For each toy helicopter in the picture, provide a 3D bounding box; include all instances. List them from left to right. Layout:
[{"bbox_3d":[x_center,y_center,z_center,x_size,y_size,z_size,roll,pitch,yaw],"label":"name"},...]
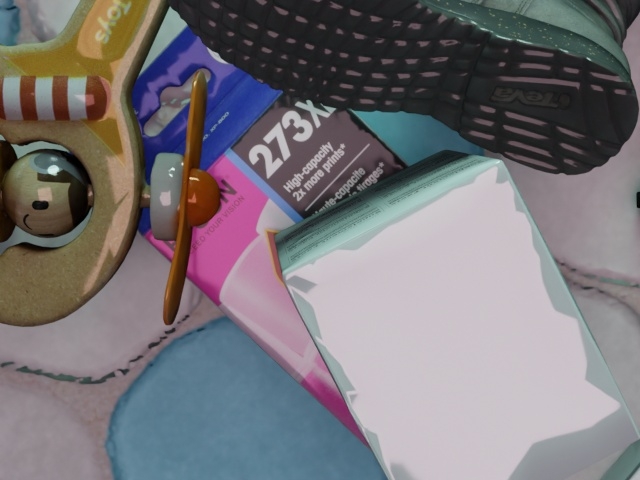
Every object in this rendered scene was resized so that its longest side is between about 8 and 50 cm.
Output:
[{"bbox_3d":[-0.147,-0.100,0.897,0.235,0.140,0.355,29,98,3],"label":"toy helicopter"}]

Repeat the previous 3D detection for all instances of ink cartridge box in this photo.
[{"bbox_3d":[0.000,0.000,0.979,0.371,0.069,0.176,44,93,-4],"label":"ink cartridge box"}]

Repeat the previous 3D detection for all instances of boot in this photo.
[{"bbox_3d":[0.060,-0.176,0.891,0.338,0.222,0.118,26,125,-7],"label":"boot"}]

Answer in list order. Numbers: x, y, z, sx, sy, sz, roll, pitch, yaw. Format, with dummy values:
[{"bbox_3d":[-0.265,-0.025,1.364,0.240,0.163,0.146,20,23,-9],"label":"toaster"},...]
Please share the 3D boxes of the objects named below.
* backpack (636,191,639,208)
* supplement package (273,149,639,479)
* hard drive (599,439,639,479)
[{"bbox_3d":[0.348,-0.047,0.962,0.173,0.117,0.158,25,95,-8],"label":"backpack"},{"bbox_3d":[0.078,0.058,0.855,0.149,0.203,0.194,-28,97,0],"label":"supplement package"},{"bbox_3d":[0.320,0.351,1.037,0.353,0.047,0.233,39,93,-5],"label":"hard drive"}]
